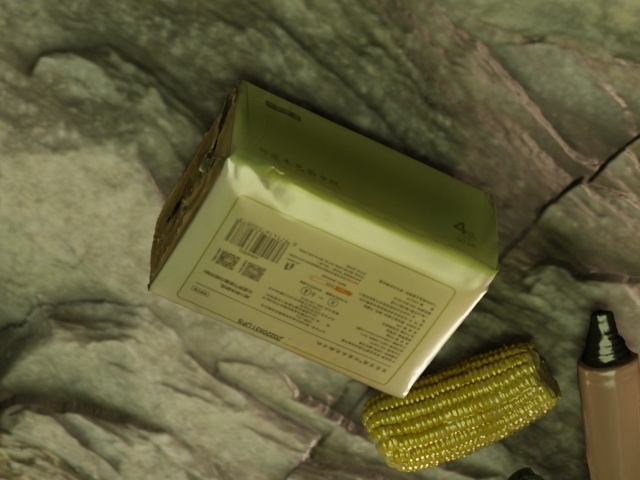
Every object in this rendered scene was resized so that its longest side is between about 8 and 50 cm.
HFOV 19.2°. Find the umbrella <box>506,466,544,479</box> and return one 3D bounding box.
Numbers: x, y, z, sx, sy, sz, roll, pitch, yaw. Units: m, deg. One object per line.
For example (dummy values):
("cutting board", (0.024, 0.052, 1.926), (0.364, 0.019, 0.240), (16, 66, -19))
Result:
("umbrella", (0.219, 0.296, 1.612), (0.066, 0.059, 0.236), (-31, 106, -2))

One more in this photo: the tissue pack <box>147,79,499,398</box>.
("tissue pack", (0.000, 0.000, 1.478), (0.234, 0.125, 0.159), (23, 125, -14))

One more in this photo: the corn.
("corn", (0.120, 0.142, 1.615), (0.165, 0.063, 0.085), (-26, 96, 18))

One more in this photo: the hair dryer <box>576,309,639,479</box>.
("hair dryer", (0.245, 0.207, 1.649), (0.189, 0.107, 0.344), (-5, 116, 9))
